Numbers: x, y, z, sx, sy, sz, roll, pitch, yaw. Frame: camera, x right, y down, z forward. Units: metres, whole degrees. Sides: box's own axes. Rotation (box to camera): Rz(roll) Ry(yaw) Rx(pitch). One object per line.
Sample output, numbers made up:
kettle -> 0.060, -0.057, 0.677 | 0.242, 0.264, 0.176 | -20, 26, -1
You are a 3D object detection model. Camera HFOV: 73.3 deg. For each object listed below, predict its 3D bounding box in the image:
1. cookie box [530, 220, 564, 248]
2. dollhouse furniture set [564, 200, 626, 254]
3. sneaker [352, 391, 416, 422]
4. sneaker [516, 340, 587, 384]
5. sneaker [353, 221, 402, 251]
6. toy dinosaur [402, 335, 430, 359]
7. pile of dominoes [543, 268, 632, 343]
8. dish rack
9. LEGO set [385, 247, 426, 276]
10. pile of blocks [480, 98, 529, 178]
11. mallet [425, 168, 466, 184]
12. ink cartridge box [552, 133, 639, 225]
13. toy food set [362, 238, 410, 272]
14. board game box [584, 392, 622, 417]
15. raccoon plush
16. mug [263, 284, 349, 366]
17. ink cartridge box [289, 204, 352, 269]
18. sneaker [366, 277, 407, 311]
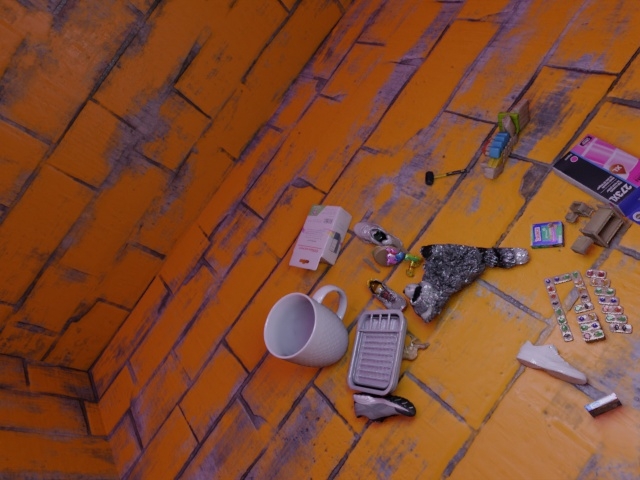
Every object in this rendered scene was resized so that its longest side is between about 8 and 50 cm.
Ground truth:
cookie box -> 0.835, -0.019, 1.586 | 0.107, 0.040, 0.091 | -7, 62, 38
dollhouse furniture set -> 0.925, -0.029, 1.507 | 0.181, 0.101, 0.161 | -54, 20, 1
sneaker -> 0.245, 0.651, 1.656 | 0.272, 0.100, 0.107 | -9, 74, 40
sneaker -> 0.756, 0.386, 1.396 | 0.212, 0.080, 0.094 | 18, 66, 45
sneaker -> 0.253, -0.031, 2.024 | 0.292, 0.118, 0.110 | 29, 88, 47
toy dinosaur -> 0.343, 0.439, 1.717 | 0.183, 0.053, 0.092 | -39, 48, 15
pile of dominoes -> 0.873, 0.208, 1.422 | 0.196, 0.040, 0.251 | -23, 53, 29
dish rack -> 0.239, 0.450, 1.741 | 0.286, 0.072, 0.332 | -17, 54, 55
LEGO set -> 0.375, 0.105, 1.844 | 0.228, 0.087, 0.093 | 15, 90, 0
pile of blocks -> 0.753, -0.436, 1.822 | 0.113, 0.149, 0.362 | 23, 82, 45
mallet -> 0.571, -0.293, 1.973 | 0.190, 0.039, 0.062 | -1, 64, 35
ink cartridge box -> 1.038, -0.223, 1.526 | 0.176, 0.069, 0.371 | -45, 48, 10
toy food set -> 0.297, 0.063, 1.927 | 0.192, 0.132, 0.038 | -33, 28, 30
board game box -> 0.829, 0.483, 1.260 | 0.090, 0.090, 0.020 | -37, 43, 18
raccoon plush -> 0.538, 0.170, 1.624 | 0.447, 0.216, 0.298 | -2, 80, 32
mug -> -0.010, 0.365, 1.858 | 0.276, 0.328, 0.373 | 22, 80, 44
ink cartridge box -> 0.000, 0.000, 2.212 | 0.207, 0.119, 0.353 | 9, 71, 42
sneaker -> 0.278, 0.240, 1.859 | 0.225, 0.093, 0.088 | 35, 90, 45
